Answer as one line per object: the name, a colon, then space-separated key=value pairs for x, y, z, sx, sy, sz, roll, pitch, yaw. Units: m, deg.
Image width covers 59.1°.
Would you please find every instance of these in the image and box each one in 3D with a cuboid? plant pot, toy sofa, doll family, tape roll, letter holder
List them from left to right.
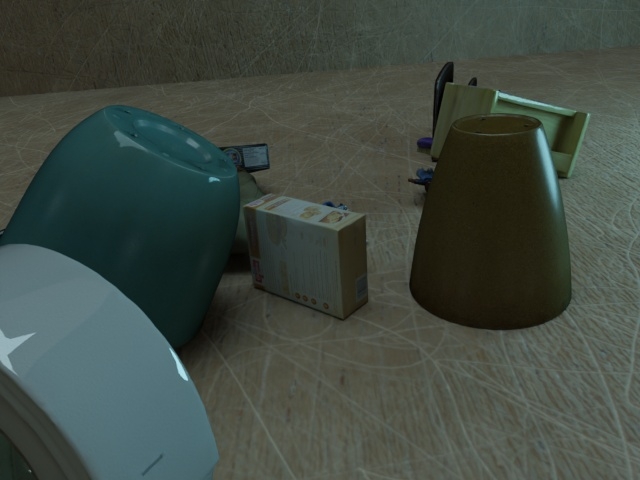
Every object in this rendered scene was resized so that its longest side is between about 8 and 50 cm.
tape roll: x=-0.226 y=0.149 z=0.451 sx=0.286 sy=0.286 sz=0.100 roll=8 pitch=27 yaw=26
plant pot: x=-0.245 y=-0.037 z=0.759 sx=0.293 sy=0.235 sz=0.293 roll=27 pitch=18 yaw=-9
doll family: x=0.281 y=-0.116 z=1.177 sx=0.193 sy=0.076 sz=0.111 roll=-7 pitch=29 yaw=7
letter holder: x=0.392 y=-0.353 z=1.484 sx=0.152 sy=0.214 sz=0.302 roll=4 pitch=26 yaw=19
plant pot: x=0.244 y=-0.044 z=0.811 sx=0.237 sy=0.254 sz=0.237 roll=-5 pitch=25 yaw=2
toy sofa: x=0.385 y=-0.232 z=1.192 sx=0.362 sy=0.150 sz=0.177 roll=-1 pitch=20 yaw=-37

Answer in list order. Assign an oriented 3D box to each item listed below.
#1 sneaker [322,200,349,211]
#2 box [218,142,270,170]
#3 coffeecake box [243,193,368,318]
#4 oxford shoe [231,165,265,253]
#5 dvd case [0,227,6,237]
sneaker: x=0.037 y=-0.037 z=1.060 sx=0.052 sy=0.058 sz=0.135 roll=-19 pitch=29 yaw=-27
box: x=-0.281 y=-0.171 z=1.294 sx=0.270 sy=0.060 sz=0.216 roll=-10 pitch=7 yaw=-28
coffeecake box: x=-0.023 y=0.019 z=0.854 sx=0.185 sy=0.142 sz=0.068 roll=16 pitch=31 yaw=36
oxford shoe: x=-0.147 y=-0.050 z=1.093 sx=0.130 sy=0.123 sz=0.348 roll=17 pitch=23 yaw=-7
dvd case: x=-0.550 y=-0.014 z=1.166 sx=0.221 sy=0.018 sz=0.164 roll=18 pitch=35 yaw=38
